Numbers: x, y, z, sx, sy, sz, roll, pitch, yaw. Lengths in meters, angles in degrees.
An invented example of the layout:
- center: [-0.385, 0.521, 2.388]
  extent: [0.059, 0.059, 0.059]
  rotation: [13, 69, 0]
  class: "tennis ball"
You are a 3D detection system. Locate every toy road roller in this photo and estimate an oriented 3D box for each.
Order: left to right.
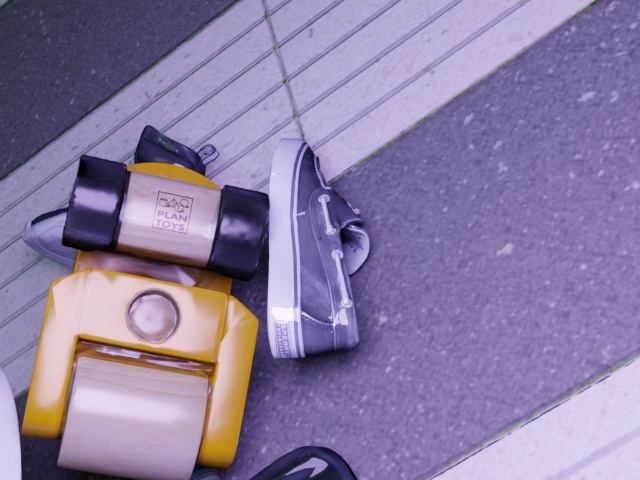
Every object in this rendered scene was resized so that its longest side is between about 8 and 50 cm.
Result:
- center: [-0.179, 0.082, 1.412]
  extent: [0.240, 0.203, 0.329]
  rotation: [135, 145, -73]
  class: "toy road roller"

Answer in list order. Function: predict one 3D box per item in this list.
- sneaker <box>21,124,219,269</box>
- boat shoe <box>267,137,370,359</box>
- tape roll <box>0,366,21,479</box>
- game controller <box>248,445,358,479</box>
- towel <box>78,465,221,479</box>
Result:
- center: [-0.233, -0.049, 1.645]
  extent: [0.269, 0.101, 0.153]
  rotation: [-5, 57, 33]
  class: "sneaker"
- center: [0.000, 0.000, 1.404]
  extent: [0.102, 0.108, 0.301]
  rotation: [-4, 38, 2]
  class: "boat shoe"
- center: [-0.395, 0.311, 1.411]
  extent: [0.392, 0.072, 0.391]
  rotation: [-30, 56, 58]
  class: "tape roll"
- center: [0.000, 0.320, 1.187]
  extent: [0.166, 0.067, 0.319]
  rotation: [-29, 46, -4]
  class: "game controller"
- center: [-0.190, 0.368, 1.297]
  extent: [0.272, 0.040, 0.370]
  rotation: [-24, 43, 3]
  class: "towel"
